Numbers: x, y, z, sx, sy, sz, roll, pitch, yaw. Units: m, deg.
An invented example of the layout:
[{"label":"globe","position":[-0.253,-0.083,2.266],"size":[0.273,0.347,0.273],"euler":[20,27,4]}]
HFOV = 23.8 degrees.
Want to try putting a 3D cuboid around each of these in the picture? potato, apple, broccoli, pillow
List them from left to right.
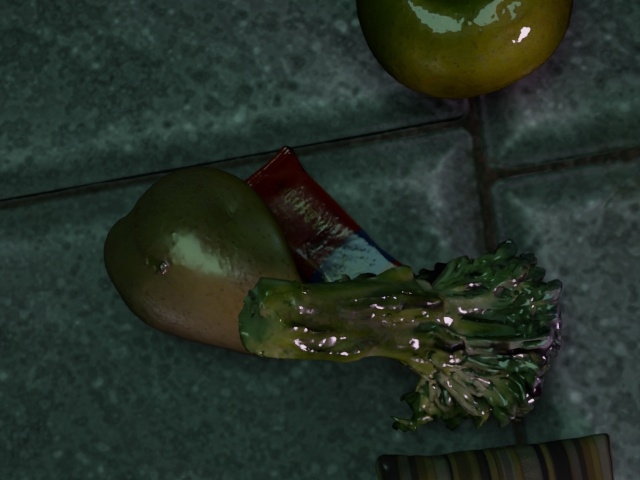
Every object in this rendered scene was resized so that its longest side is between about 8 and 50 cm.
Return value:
[{"label":"potato","position":[-0.098,0.027,1.374],"size":[0.194,0.157,0.157],"euler":[41,86,7]},{"label":"broccoli","position":[0.063,0.071,1.243],"size":[0.145,0.304,0.165],"euler":[-18,70,50]},{"label":"apple","position":[0.131,-0.220,1.375],"size":[0.196,0.157,0.196],"euler":[-4,74,13]},{"label":"pillow","position":[0.159,0.269,1.254],"size":[0.212,0.052,0.208],"euler":[-4,72,-11]}]

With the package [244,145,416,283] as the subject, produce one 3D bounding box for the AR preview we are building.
[{"label":"package","position":[0.000,0.000,1.414],"size":[0.083,0.022,0.200],"euler":[-43,68,-2]}]
